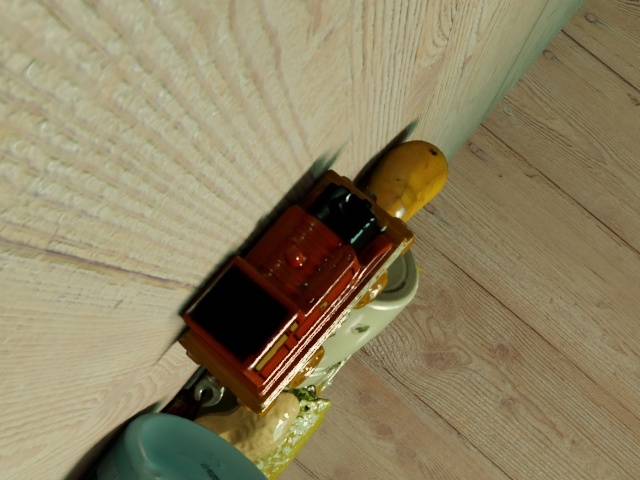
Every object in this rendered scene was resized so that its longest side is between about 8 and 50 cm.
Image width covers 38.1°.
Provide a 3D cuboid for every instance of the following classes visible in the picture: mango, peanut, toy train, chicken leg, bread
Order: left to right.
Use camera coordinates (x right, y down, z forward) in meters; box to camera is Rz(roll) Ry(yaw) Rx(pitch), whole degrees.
[{"bbox_3d":[-0.253,0.305,1.666,0.253,0.051,0.106,-51,170,-9],"label":"chicken leg"},{"bbox_3d":[-0.158,0.347,1.666,0.274,0.125,0.111,-35,-161,10],"label":"peanut"},{"bbox_3d":[-0.159,0.382,1.841,0.376,0.251,0.208,-50,-148,13],"label":"bread"},{"bbox_3d":[-0.045,0.071,1.224,0.369,0.163,0.231,-49,166,-7],"label":"toy train"},{"bbox_3d":[0.141,-0.099,1.714,0.177,0.120,0.295,-44,176,32],"label":"mango"}]

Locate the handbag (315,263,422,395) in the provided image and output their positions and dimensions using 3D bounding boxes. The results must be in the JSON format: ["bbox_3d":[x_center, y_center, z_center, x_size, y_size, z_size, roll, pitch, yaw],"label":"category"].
[{"bbox_3d":[0.020,0.156,2.003,0.401,0.133,0.283,-49,144,7],"label":"handbag"}]

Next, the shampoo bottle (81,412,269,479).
[{"bbox_3d":[-0.258,0.494,1.433,0.343,0.331,0.331,-51,174,8],"label":"shampoo bottle"}]

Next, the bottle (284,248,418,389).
[{"bbox_3d":[-0.002,0.120,1.575,0.229,0.229,0.352,-43,172,-49],"label":"bottle"}]
